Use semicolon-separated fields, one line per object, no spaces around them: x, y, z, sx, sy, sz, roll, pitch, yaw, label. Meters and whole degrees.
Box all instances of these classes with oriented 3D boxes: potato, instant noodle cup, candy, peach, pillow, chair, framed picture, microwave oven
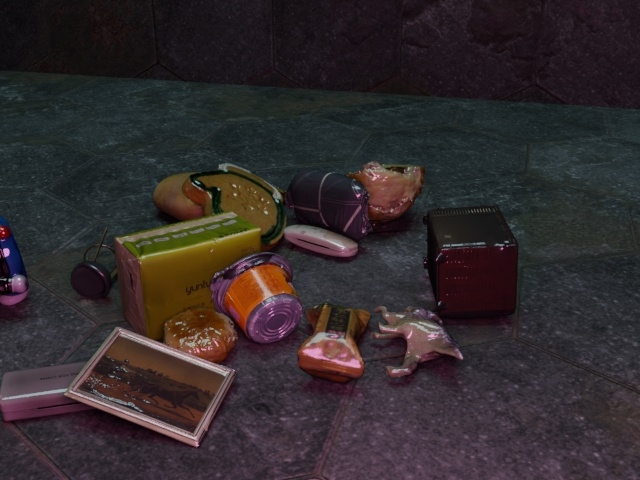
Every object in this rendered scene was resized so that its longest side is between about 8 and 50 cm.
-0.363;-0.124;2.182;0.234;0.146;0.150;20;-1;37;potato
-0.114;0.129;1.602;0.208;0.177;0.125;-1;35;-34;instant noodle cup
0.025;0.186;1.544;0.143;0.101;0.271;10;20;4;candy
-0.137;-0.135;2.285;0.083;0.050;0.077;31;15;33;peach
0.018;-0.100;2.045;0.093;0.161;0.335;-11;19;-38;pillow
-0.525;0.064;1.829;0.095;0.104;0.221;-27;21;3;chair
-0.296;0.251;1.395;0.252;0.014;0.197;20;34;5;framed picture
0.325;0.049;1.725;0.178;0.188;0.247;0;24;1;microwave oven

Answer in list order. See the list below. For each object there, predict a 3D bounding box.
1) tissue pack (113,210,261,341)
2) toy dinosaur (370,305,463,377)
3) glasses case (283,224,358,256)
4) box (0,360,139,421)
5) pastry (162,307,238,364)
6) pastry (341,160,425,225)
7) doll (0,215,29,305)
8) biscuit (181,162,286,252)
-0.276;0.071;1.669;0.275;0.200;0.167;-16;28;-30;tissue pack
0.189;0.186;1.561;0.162;0.077;0.294;-2;25;-8;toy dinosaur
0.000;0.000;1.988;0.204;0.051;0.081;16;22;26;glasses case
-0.450;0.267;1.422;0.244;0.055;0.103;-7;26;-12;box
-0.241;0.193;1.545;0.153;0.081;0.153;4;25;-2;pastry
0.156;-0.127;2.133;0.237;0.170;0.256;-12;4;-41;pastry
-0.798;0.062;1.652;0.310;0.240;0.284;-21;60;-26;doll
-0.220;-0.104;2.050;0.287;0.057;0.343;26;29;-15;biscuit
